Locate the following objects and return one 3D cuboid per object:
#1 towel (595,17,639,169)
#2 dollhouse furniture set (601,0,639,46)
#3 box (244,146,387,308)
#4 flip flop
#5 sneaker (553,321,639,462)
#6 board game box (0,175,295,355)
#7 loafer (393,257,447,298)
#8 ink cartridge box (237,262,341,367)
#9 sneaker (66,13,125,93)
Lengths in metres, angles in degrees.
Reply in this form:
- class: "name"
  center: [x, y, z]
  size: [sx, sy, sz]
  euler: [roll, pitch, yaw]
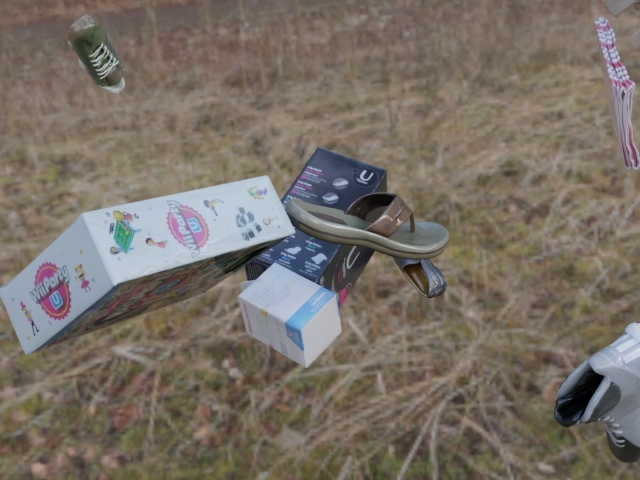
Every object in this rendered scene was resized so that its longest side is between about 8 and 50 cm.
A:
- class: "towel"
  center: [0.424, -0.211, 1.408]
  size: [0.029, 0.144, 0.197]
  euler: [-10, 38, 14]
- class: "dollhouse furniture set"
  center: [0.566, -0.465, 1.649]
  size: [0.174, 0.355, 0.303]
  euler: [-40, -4, 31]
- class: "box"
  center: [0.000, 0.000, 1.706]
  size: [0.143, 0.165, 0.270]
  euler: [20, 55, 19]
- class: "flip flop"
  center: [0.076, -0.033, 1.422]
  size: [0.277, 0.080, 0.112]
  euler: [12, 13, -30]
- class: "sneaker"
  center: [0.333, 0.203, 1.188]
  size: [0.132, 0.229, 0.086]
  euler: [-23, 41, -17]
- class: "board game box"
  center: [-0.215, 0.025, 1.255]
  size: [0.303, 0.097, 0.224]
  euler: [-17, -13, -48]
- class: "loafer"
  center: [0.180, 0.042, 1.953]
  size: [0.062, 0.170, 0.061]
  euler: [-49, -15, 27]
- class: "ink cartridge box"
  center: [-0.053, 0.109, 1.522]
  size: [0.143, 0.092, 0.090]
  euler: [27, 54, 30]
- class: "sneaker"
  center: [-0.343, -0.287, 1.568]
  size: [0.064, 0.086, 0.192]
  euler: [-42, -1, -11]
